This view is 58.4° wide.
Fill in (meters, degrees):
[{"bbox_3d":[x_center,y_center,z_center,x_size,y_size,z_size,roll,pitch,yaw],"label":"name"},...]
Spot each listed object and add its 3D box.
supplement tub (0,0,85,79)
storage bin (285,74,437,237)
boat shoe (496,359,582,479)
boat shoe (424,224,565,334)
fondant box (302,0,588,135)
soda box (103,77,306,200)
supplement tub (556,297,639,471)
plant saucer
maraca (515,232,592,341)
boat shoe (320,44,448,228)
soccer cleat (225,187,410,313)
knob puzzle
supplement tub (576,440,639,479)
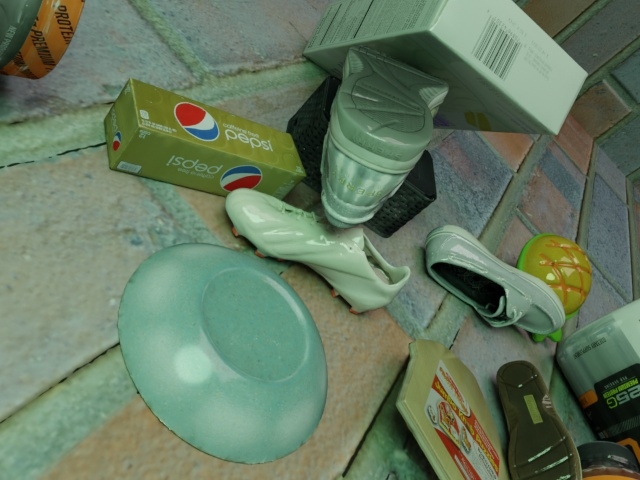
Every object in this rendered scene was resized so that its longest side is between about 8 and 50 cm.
[{"bbox_3d":[-0.309,-0.205,0.314,0.316,0.193,0.193,5,53,-45],"label":"supplement tub"},{"bbox_3d":[0.051,-0.104,0.714,0.180,0.084,0.122,34,36,-22],"label":"storage bin"},{"bbox_3d":[0.237,0.221,0.614,0.190,0.068,0.072,-80,152,-50],"label":"boat shoe"},{"bbox_3d":[0.225,0.072,0.750,0.228,0.079,0.081,34,45,-11],"label":"boat shoe"},{"bbox_3d":[0.154,-0.248,0.800,0.238,0.096,0.330,27,0,-29],"label":"fondant box"},{"bbox_3d":[-0.104,-0.086,0.545,0.181,0.058,0.061,12,47,-42],"label":"soda box"},{"bbox_3d":[0.473,0.247,0.723,0.207,0.207,0.337,8,50,-44],"label":"supplement tub"},{"bbox_3d":[-0.059,0.073,0.455,0.195,0.037,0.194,30,38,-26],"label":"plant saucer"},{"bbox_3d":[0.343,0.068,0.864,0.127,0.099,0.185,40,60,-2],"label":"maraca"},{"bbox_3d":[0.061,-0.125,0.599,0.118,0.103,0.320,23,31,-3],"label":"boat shoe"},{"bbox_3d":[0.000,0.000,0.558,0.196,0.076,0.068,34,36,-19],"label":"soccer cleat"},{"bbox_3d":[0.131,0.183,0.559,0.213,0.030,0.213,44,29,-32],"label":"knob puzzle"},{"bbox_3d":[0.292,0.299,0.560,0.106,0.106,0.197,39,34,-14],"label":"supplement tub"}]
